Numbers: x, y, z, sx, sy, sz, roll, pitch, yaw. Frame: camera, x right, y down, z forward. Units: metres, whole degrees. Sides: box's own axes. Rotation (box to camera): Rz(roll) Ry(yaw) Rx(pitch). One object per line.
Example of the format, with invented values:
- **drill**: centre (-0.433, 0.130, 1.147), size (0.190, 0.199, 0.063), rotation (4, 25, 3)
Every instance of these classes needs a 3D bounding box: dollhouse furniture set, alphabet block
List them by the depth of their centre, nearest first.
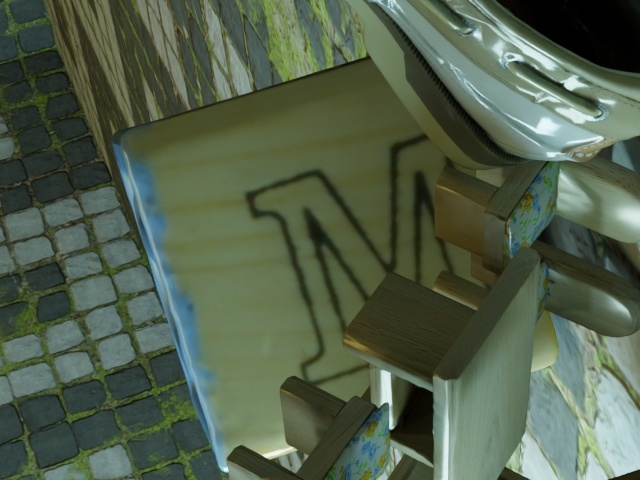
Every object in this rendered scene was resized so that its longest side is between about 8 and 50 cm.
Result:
- **dollhouse furniture set**: centre (0.092, 0.112, 0.710), size (0.161, 0.212, 0.242), rotation (25, 147, 22)
- **alphabet block**: centre (0.000, 0.000, 0.912), size (0.192, 0.197, 0.194), rotation (-148, 41, -80)

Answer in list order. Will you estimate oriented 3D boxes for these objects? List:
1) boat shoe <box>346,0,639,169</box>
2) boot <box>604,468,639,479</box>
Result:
- **boat shoe**: centre (0.036, -0.141, 0.571), size (0.103, 0.113, 0.302), rotation (-5, 145, 42)
- **boot**: centre (0.131, 0.156, 0.518), size (0.236, 0.269, 0.089), rotation (45, -139, -34)
